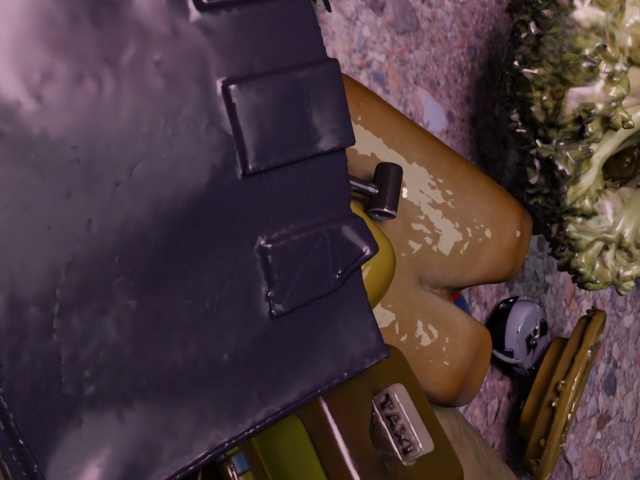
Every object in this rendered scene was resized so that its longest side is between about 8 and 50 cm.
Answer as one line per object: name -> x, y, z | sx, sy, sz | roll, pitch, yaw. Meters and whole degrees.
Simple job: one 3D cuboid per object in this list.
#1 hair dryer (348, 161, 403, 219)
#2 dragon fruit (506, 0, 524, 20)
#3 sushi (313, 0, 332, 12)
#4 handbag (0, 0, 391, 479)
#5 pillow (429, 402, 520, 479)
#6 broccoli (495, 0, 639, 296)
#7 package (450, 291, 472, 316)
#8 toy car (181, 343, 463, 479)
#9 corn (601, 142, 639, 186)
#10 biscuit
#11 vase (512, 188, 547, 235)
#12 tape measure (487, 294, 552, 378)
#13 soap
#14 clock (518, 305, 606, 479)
hair dryer -> 0.030, -0.050, 0.605 | 0.083, 0.026, 0.047 | 16, 72, -18
dragon fruit -> 0.291, -0.337, 0.864 | 0.135, 0.137, 0.236 | -23, 105, -34
sushi -> -0.032, -0.317, 0.549 | 0.219, 0.047, 0.231 | -13, 91, -68
handbag -> -0.086, -0.055, 0.388 | 0.269, 0.118, 0.325 | -21, 106, -34
pillow -> 0.121, 0.262, 0.729 | 0.302, 0.075, 0.185 | 51, 56, -25
broccoli -> 0.375, -0.183, 0.727 | 0.353, 0.397, 0.275 | 55, 23, -32
package -> 0.122, 0.059, 0.773 | 0.083, 0.022, 0.200 | -42, 117, -34
toy car -> 0.005, 0.169, 0.499 | 0.204, 0.198, 0.248 | -5, 62, -43
corn -> 0.431, -0.237, 0.996 | 0.131, 0.131, 0.344 | 15, 77, -41
biscuit -> 0.071, 0.000, 0.666 | 0.291, 0.062, 0.237 | 33, 68, -20
vase -> 0.292, -0.071, 0.898 | 0.148, 0.081, 0.081 | -47, 119, -29
tape measure -> 0.238, 0.115, 0.855 | 0.091, 0.054, 0.094 | -52, 132, -28
soap -> 0.001, 0.000, 0.565 | 0.140, 0.045, 0.089 | 44, 63, -10
clock -> 0.285, 0.188, 0.863 | 0.237, 0.057, 0.237 | -44, 145, -43
